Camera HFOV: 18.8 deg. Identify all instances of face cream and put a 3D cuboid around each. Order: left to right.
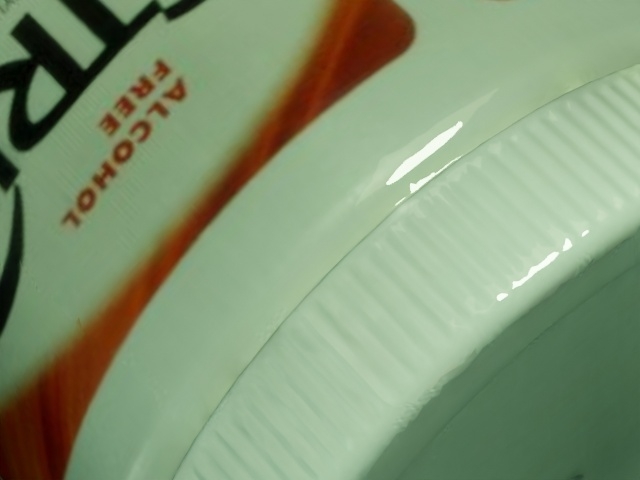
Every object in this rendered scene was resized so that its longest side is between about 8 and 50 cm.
[{"bbox_3d":[0.000,0.000,0.474,0.201,0.201,0.187,-28,56,-27],"label":"face cream"}]
